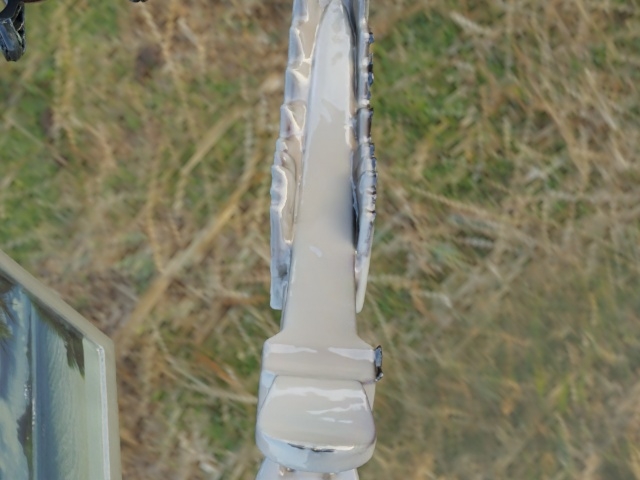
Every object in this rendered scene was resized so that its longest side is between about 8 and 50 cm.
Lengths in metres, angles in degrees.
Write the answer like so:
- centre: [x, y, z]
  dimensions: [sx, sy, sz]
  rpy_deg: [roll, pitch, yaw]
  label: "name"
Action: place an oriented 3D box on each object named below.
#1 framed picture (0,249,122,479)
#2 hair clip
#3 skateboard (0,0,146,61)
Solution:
- centre: [-0.208, 0.120, 1.160]
  dimensions: [0.024, 0.232, 0.315]
  rpy_deg: [-31, 39, 19]
  label: "framed picture"
- centre: [0.000, 0.000, 0.548]
  dimensions: [0.034, 0.072, 0.226]
  rpy_deg: [4, 44, -2]
  label: "hair clip"
- centre: [-0.121, -0.150, 0.685]
  dimensions: [0.067, 0.151, 0.080]
  rpy_deg: [-26, 52, -12]
  label: "skateboard"
